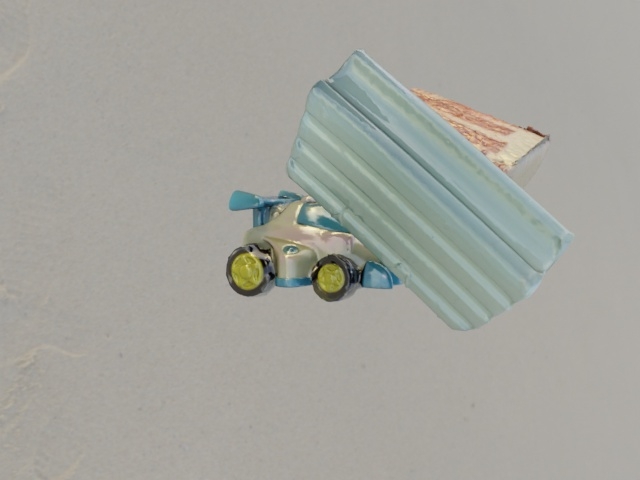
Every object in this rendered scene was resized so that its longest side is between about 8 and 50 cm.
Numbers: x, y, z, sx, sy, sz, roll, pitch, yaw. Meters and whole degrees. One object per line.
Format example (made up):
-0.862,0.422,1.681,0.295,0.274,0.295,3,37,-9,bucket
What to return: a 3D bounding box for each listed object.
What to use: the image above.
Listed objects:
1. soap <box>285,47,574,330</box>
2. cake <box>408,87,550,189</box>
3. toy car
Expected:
0.070,-0.030,0.492,0.198,0.119,0.066,44,66,7,soap
0.200,-0.121,1.047,0.158,0.262,0.160,-34,140,-33,cake
0.000,0.000,0.608,0.126,0.161,0.098,-10,99,-60,toy car
